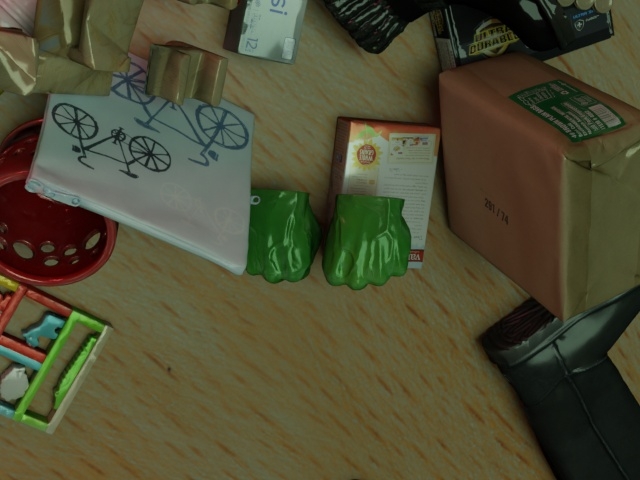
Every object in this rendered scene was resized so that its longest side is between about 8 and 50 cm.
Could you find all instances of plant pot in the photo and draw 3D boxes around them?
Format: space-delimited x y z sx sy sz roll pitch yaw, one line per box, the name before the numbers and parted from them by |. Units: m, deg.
plant pot | -0.367 -0.059 1.467 0.191 0.174 0.191 -2 124 -3

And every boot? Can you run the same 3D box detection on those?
boot | 0.175 -0.349 1.570 0.260 0.131 0.348 -42 89 14
boot | 0.536 0.261 1.917 0.367 0.146 0.445 -32 109 1

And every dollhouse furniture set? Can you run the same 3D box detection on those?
dollhouse furniture set | -0.311 -0.388 1.362 0.362 0.256 0.394 -4 112 -44

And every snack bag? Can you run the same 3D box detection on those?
snack bag | -0.226 -0.121 1.461 0.323 0.343 0.037 24 131 -26

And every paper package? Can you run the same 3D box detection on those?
paper package | 0.333 -0.092 1.619 0.168 0.325 0.310 -22 126 -17

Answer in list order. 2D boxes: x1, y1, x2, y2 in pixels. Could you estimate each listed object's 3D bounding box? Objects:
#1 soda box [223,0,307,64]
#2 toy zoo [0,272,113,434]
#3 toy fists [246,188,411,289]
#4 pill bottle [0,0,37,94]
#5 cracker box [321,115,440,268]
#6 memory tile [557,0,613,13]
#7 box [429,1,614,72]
soda box | -0.063 -0.405 1.550 0.091 0.098 0.287 8 100 -20
toy zoo | -0.479 0.147 1.575 0.293 0.030 0.192 30 92 -25
toy fists | 0.000 0.000 1.631 0.279 0.096 0.142 5 89 11
pill bottle | -0.458 -0.249 1.432 0.215 0.117 0.117 -47 114 -4
cracker box | 0.095 -0.075 1.712 0.155 0.067 0.232 3 102 -19
memory tile | 0.427 -0.439 1.698 0.113 0.012 0.148 3 102 -23
box | 0.306 -0.425 1.700 0.295 0.073 0.294 -19 111 -15
